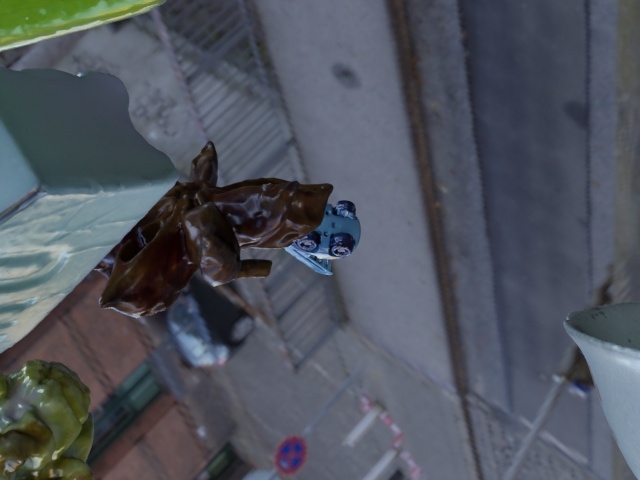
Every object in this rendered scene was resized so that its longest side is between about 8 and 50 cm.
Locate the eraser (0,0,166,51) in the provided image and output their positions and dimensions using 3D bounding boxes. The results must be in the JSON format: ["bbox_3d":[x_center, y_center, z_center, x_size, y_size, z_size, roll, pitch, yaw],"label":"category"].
[{"bbox_3d":[-0.212,-0.155,0.464,0.092,0.274,0.210,-104,1,-76],"label":"eraser"}]

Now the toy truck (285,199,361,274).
[{"bbox_3d":[0.000,0.000,1.220,0.073,0.056,0.090,9,152,-6],"label":"toy truck"}]

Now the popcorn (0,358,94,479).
[{"bbox_3d":[-0.231,0.157,0.889,0.162,0.141,0.135,32,124,13],"label":"popcorn"}]

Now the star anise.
[{"bbox_3d":[-0.105,-0.007,0.952,0.213,0.196,0.111,8,110,5],"label":"star anise"}]

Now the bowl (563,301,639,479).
[{"bbox_3d":[0.389,0.158,0.862,0.435,0.435,0.195,6,95,59],"label":"bowl"}]

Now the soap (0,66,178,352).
[{"bbox_3d":[-0.205,0.009,0.660,0.230,0.145,0.091,-43,70,29],"label":"soap"}]
